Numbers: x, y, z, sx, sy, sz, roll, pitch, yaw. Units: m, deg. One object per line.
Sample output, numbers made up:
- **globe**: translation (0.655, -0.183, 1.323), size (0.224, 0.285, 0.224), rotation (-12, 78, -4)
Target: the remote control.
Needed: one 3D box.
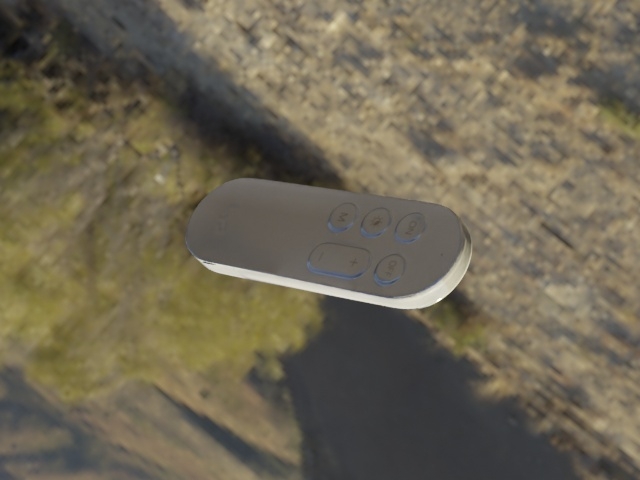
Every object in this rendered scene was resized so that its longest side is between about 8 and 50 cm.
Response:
- **remote control**: translation (0.000, 0.000, 1.076), size (0.245, 0.077, 0.022), rotation (10, 152, 41)
